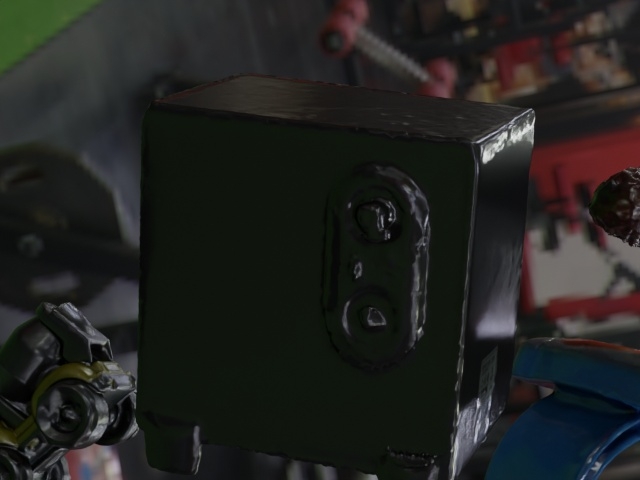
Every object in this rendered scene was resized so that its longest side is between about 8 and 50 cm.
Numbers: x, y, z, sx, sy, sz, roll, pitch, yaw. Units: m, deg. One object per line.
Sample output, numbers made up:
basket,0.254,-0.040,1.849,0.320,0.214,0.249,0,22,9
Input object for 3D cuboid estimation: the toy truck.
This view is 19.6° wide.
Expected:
toy truck,-0.313,0.186,2.012,0.165,0.224,0.147,51,11,13

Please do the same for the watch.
watch,0.308,0.249,1.771,0.305,0.241,0.274,22,83,-31

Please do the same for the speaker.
speaker,0.007,0.029,1.255,0.184,0.232,0.254,-32,128,-66

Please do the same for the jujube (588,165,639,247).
jujube,0.338,-0.036,1.908,0.166,0.104,0.104,-2,78,-39
